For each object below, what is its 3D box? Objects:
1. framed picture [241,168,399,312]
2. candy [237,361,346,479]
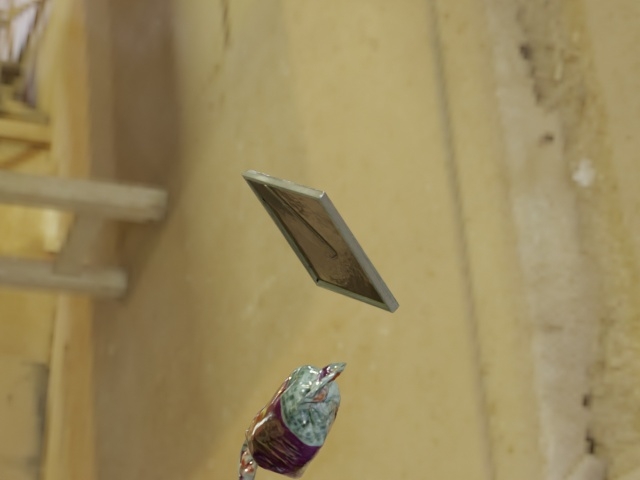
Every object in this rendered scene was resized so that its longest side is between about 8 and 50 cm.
[{"bbox_3d":[0.000,0.000,0.839,0.066,0.089,0.007,18,60,48],"label":"framed picture"},{"bbox_3d":[-0.016,0.107,0.912,0.045,0.043,0.175,-63,3,-27],"label":"candy"}]
